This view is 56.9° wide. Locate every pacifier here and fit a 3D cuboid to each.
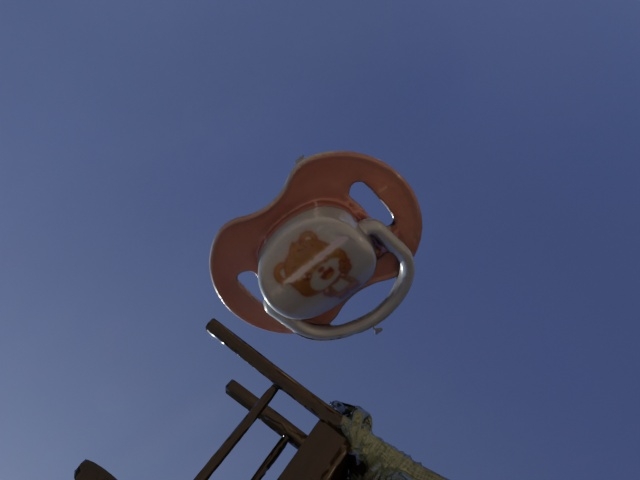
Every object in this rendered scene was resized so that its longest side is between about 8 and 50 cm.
[{"bbox_3d":[-0.009,0.003,0.885,0.220,0.332,0.273,27,-151,-57],"label":"pacifier"}]

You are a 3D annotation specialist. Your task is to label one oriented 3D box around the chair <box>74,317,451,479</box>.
[{"bbox_3d":[0.005,0.217,0.446,0.319,0.160,0.186,28,-122,21],"label":"chair"}]
